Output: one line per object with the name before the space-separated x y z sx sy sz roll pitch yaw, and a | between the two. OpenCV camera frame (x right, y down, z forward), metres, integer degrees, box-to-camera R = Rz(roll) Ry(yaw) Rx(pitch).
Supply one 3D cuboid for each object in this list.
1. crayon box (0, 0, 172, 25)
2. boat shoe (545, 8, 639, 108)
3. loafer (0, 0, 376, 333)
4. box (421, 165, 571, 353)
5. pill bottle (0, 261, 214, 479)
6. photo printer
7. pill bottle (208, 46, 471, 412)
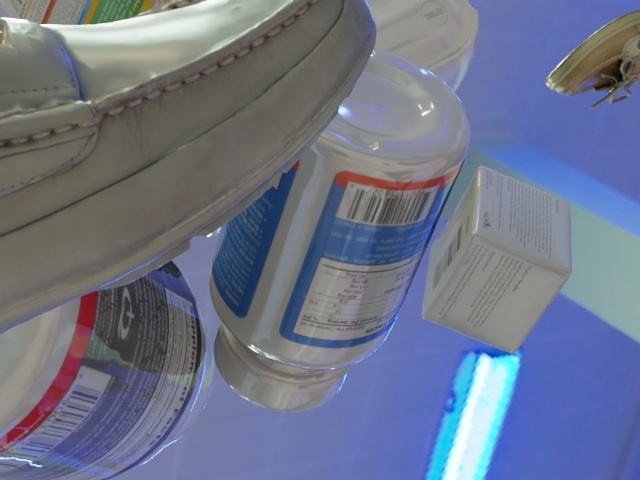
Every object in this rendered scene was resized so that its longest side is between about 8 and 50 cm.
crayon box | -0.210 -0.234 1.245 0.083 0.323 0.203 4 -51 -40
boat shoe | 0.414 -0.240 1.558 0.285 0.089 0.104 -27 -10 -22
loafer | -0.117 -0.027 0.395 0.319 0.112 0.111 -35 -63 -25
box | 0.145 0.015 0.996 0.087 0.102 0.101 22 -51 -6
pill bottle | -0.173 0.060 0.749 0.176 0.176 0.318 -51 -19 -2
photo printer | 0.007 -0.132 1.192 0.308 0.107 0.256 -28 -9 -17
pill bottle | 0.000 0.000 0.748 0.124 0.124 0.221 -10 -42 -32
